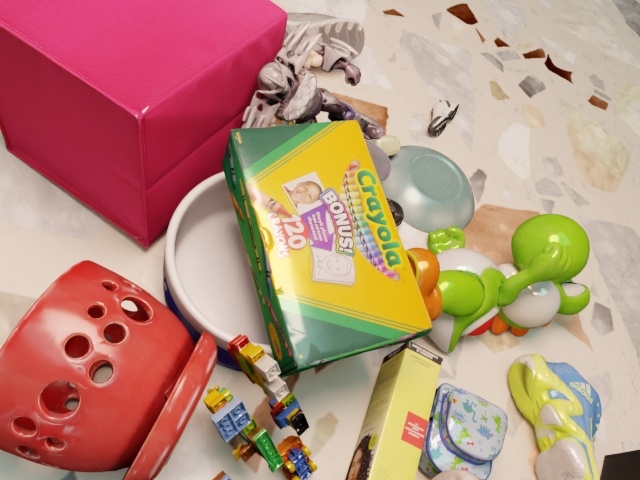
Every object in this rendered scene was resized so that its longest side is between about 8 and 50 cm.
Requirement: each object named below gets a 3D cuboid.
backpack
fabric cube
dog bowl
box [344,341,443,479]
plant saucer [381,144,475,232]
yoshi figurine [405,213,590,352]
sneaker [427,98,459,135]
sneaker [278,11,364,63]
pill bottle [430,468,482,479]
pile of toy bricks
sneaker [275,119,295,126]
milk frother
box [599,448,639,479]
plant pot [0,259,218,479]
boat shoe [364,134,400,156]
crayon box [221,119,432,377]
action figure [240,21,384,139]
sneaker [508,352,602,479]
[{"bbox_3d":[0.180,0.253,0.656,0.105,0.084,0.114,27,58,-2],"label":"backpack"},{"bbox_3d":[-0.235,-0.200,0.656,0.254,0.259,0.258,34,56,4],"label":"fabric cube"},{"bbox_3d":[-0.072,0.036,0.676,0.265,0.104,0.264,9,59,-16],"label":"dog bowl"},{"bbox_3d":[0.086,0.245,0.625,0.058,0.087,0.232,28,54,-4],"label":"box"},{"bbox_3d":[0.198,-0.102,0.900,0.195,0.037,0.194,9,58,-15],"label":"plant saucer"},{"bbox_3d":[0.255,0.032,0.753,0.363,0.203,0.203,3,54,-22],"label":"yoshi figurine"},{"bbox_3d":[0.232,-0.243,1.000,0.044,0.040,0.109,29,50,17],"label":"sneaker"},{"bbox_3d":[-0.066,-0.369,0.941,0.282,0.105,0.115,-4,29,-18],"label":"sneaker"},{"bbox_3d":[0.228,0.395,0.544,0.283,0.160,0.160,35,55,1],"label":"pill bottle"},{"bbox_3d":[-0.086,0.204,0.559,0.118,0.212,0.105,-36,38,-28],"label":"pile of toy bricks"},{"bbox_3d":[-0.122,-0.236,0.836,0.215,0.084,0.083,40,30,-5],"label":"sneaker"},{"bbox_3d":[0.076,-0.078,0.780,0.143,0.134,0.129,-32,76,-32],"label":"milk frother"},{"bbox_3d":[0.419,0.349,0.630,0.045,0.184,0.190,38,56,1],"label":"box"},{"bbox_3d":[-0.210,0.139,0.513,0.174,0.191,0.191,28,55,-6],"label":"plant pot"},{"bbox_3d":[0.071,-0.159,0.885,0.133,0.042,0.048,-6,94,-10],"label":"boat shoe"},{"bbox_3d":[0.000,0.000,0.596,0.166,0.081,0.278,-10,72,-23],"label":"crayon box"},{"bbox_3d":[-0.008,-0.186,0.717,0.099,0.185,0.285,47,13,18],"label":"action figure"},{"bbox_3d":[0.361,0.272,0.709,0.126,0.091,0.240,2,60,-20],"label":"sneaker"}]
